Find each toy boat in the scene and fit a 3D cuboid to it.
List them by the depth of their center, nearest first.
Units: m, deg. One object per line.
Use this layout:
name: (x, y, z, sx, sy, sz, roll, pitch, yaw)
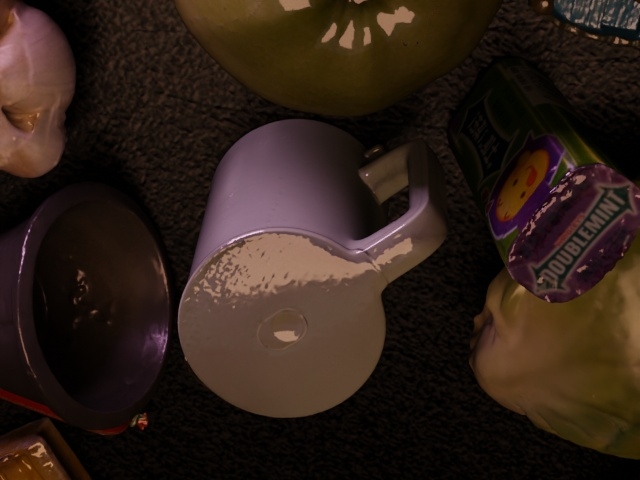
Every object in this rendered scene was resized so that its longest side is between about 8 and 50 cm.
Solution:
toy boat: (0.303, -0.238, 1.319, 0.185, 0.077, 0.075, 11, 114, -3)

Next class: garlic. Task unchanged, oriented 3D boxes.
garlic: (-0.353, -0.187, 1.303, 0.184, 0.203, 0.281, -29, 106, -6)

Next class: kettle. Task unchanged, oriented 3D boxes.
kettle: (-0.002, 0.015, 1.309, 0.265, 0.318, 0.205, -3, 112, 5)

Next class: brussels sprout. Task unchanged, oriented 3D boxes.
brussels sprout: (0.332, 0.075, 1.360, 0.344, 0.268, 0.344, 8, 116, 16)

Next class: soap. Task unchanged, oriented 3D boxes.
soap: (-0.341, 0.346, 1.594, 0.140, 0.073, 0.232, -24, 111, 13)

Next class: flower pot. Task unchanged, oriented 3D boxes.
flower pot: (-0.297, 0.073, 1.406, 0.166, 0.269, 0.269, -3, 115, 29)

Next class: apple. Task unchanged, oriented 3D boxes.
apple: (0.018, -0.285, 1.181, 0.357, 0.357, 0.357, 1, 113, 2)

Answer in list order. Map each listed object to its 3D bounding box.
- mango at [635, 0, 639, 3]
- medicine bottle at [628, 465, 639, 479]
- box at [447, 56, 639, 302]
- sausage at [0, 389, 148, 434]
mango: (0.311, -0.356, 1.222, 0.195, 0.142, 0.332, -45, 107, -20)
medicine bottle: (0.456, 0.294, 1.494, 0.165, 0.165, 0.273, 29, 112, -10)
box: (0.209, -0.071, 1.249, 0.097, 0.345, 0.134, 30, 107, -16)
sausage: (-0.327, 0.170, 1.516, 0.264, 0.083, 0.083, 23, 112, -9)
